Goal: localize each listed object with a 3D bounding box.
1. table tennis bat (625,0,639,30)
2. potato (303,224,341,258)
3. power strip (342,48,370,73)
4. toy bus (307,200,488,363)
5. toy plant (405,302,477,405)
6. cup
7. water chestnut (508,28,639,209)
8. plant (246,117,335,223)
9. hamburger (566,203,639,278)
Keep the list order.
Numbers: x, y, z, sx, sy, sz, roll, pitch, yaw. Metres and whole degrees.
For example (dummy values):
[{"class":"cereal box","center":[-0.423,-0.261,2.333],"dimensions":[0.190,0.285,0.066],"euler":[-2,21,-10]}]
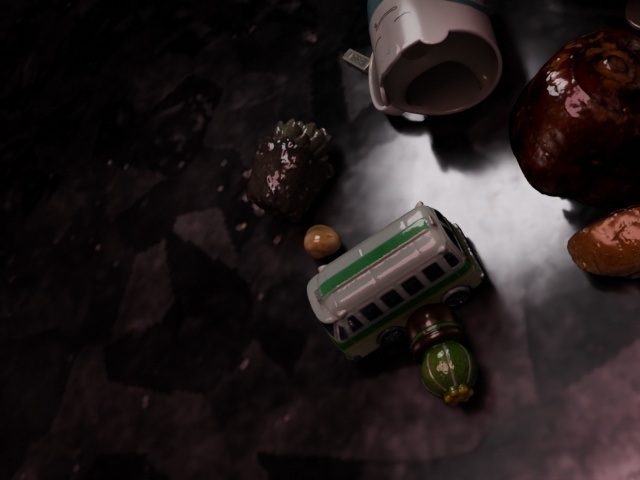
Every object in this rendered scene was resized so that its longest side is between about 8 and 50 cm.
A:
[{"class":"table tennis bat","center":[0.570,-0.414,1.704],"dimensions":[0.170,0.119,0.108],"euler":[20,77,40]},{"class":"potato","center":[0.000,0.000,1.879],"dimensions":[0.083,0.068,0.062],"euler":[-114,34,-52]},{"class":"power strip","center":[0.074,-0.358,2.060],"dimensions":[0.083,0.017,0.027],"euler":[36,85,39]},{"class":"toy bus","center":[0.114,0.066,1.700],"dimensions":[0.276,0.164,0.134],"euler":[-34,50,12]},{"class":"toy plant","center":[0.194,0.182,1.631],"dimensions":[0.092,0.093,0.162],"euler":[-29,52,17]},{"class":"cup","center":[0.181,-0.357,1.880],"dimensions":[0.290,0.219,0.258],"euler":[-49,39,45]},{"class":"water chestnut","center":[0.417,-0.178,1.586],"dimensions":[0.244,0.289,0.289],"euler":[-11,59,36]},{"class":"plant","center":[-0.055,-0.140,1.947],"dimensions":[0.129,0.132,0.195],"euler":[14,77,35]},{"class":"hamburger","center":[0.464,0.007,1.556],"dimensions":[0.176,0.087,0.102],"euler":[-24,52,17]}]
